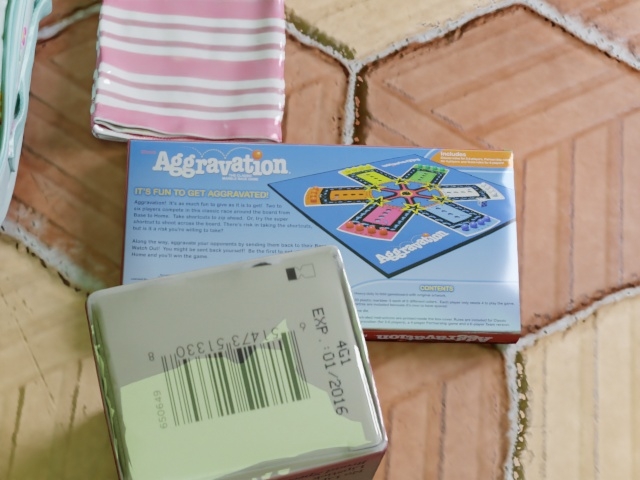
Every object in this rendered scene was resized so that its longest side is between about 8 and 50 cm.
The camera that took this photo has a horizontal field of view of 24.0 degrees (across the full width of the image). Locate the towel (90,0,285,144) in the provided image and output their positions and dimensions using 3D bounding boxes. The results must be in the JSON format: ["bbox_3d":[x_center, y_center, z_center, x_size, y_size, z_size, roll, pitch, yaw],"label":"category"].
[{"bbox_3d":[-0.097,-0.162,1.135,0.144,0.029,0.197,2,68,-4],"label":"towel"}]

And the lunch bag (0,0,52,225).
[{"bbox_3d":[-0.309,-0.133,1.066,0.224,0.108,0.279,2,68,-3],"label":"lunch bag"}]

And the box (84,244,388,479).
[{"bbox_3d":[-0.054,0.111,0.917,0.149,0.232,0.126,-12,70,-8],"label":"box"}]

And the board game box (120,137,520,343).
[{"bbox_3d":[0.000,0.000,1.077,0.281,0.027,0.145,2,70,-3],"label":"board game box"}]
